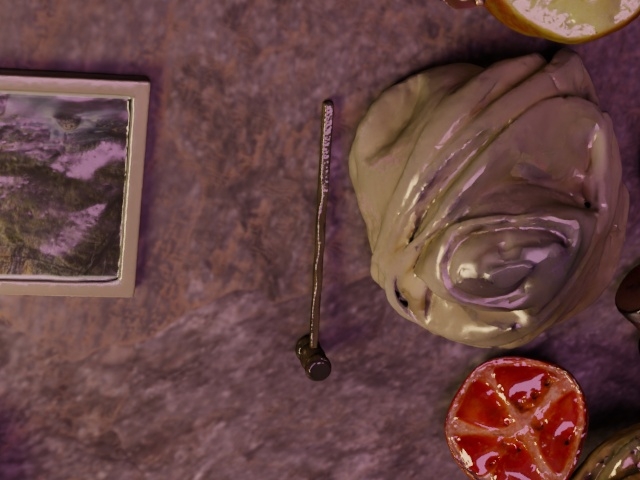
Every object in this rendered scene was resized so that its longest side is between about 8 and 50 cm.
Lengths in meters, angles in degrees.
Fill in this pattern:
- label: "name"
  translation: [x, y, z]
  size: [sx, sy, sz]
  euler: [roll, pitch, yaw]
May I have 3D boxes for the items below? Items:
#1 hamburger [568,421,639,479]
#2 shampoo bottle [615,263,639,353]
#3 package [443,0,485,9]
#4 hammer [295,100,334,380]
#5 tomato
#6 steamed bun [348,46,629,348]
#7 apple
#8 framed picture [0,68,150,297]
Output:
- label: "hamburger"
  translation: [0.344, 0.322, 1.927]
  size: [0.259, 0.145, 0.283]
  euler: [23, 119, -34]
- label: "shampoo bottle"
  translation: [0.445, 0.144, 1.899]
  size: [0.129, 0.084, 0.323]
  euler: [-24, 125, 38]
- label: "package"
  translation: [0.139, -0.368, 1.501]
  size: [0.221, 0.165, 0.311]
  euler: [-14, 80, -37]
- label: "hammer"
  translation: [0.000, 0.000, 1.770]
  size: [0.029, 0.058, 0.292]
  euler: [-3, 112, -16]
- label: "tomato"
  translation: [0.210, 0.199, 1.887]
  size: [0.155, 0.069, 0.156]
  euler: [-1, 84, 6]
- label: "steamed bun"
  translation: [0.173, -0.031, 1.697]
  size: [0.268, 0.207, 0.280]
  euler: [-17, 116, -2]
- label: "apple"
  translation: [0.225, -0.280, 1.606]
  size: [0.195, 0.160, 0.173]
  euler: [-32, 124, 10]
- label: "framed picture"
  translation: [-0.331, -0.055, 1.687]
  size: [0.324, 0.020, 0.241]
  euler: [3, 116, -13]
